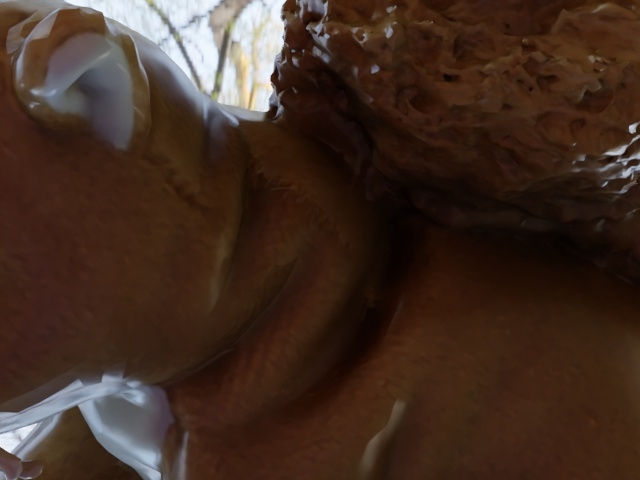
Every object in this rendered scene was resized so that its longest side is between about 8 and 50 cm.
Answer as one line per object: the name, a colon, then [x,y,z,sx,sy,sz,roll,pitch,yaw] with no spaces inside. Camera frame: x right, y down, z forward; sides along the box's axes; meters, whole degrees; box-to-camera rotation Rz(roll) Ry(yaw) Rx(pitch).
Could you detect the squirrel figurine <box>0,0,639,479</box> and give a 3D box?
squirrel figurine: [0.000,0.000,0.655,0.397,0.281,0.370,-47,-64,-3]
